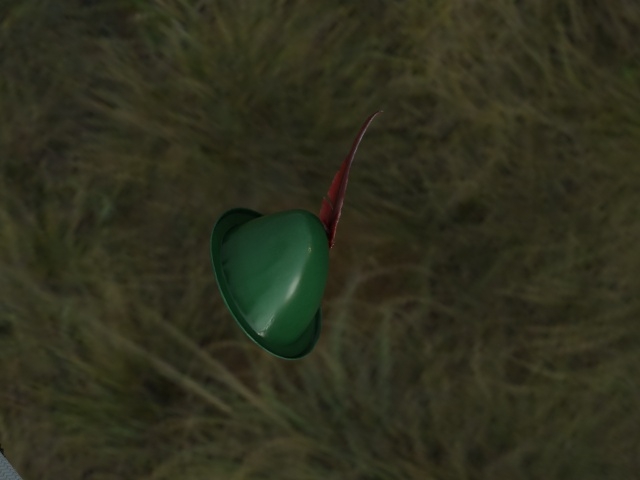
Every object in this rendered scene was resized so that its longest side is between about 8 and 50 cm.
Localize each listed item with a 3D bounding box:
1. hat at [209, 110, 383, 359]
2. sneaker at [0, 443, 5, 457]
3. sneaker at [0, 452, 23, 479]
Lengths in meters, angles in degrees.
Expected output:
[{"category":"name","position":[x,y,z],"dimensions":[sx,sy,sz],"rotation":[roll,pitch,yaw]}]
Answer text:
[{"category":"hat","position":[0.000,0.000,1.760],"dimensions":[0.183,0.173,0.208],"rotation":[-29,84,31]},{"category":"sneaker","position":[-0.321,0.180,1.340],"dimensions":[0.161,0.057,0.075],"rotation":[25,101,32]},{"category":"sneaker","position":[-0.197,0.238,1.110],"dimensions":[0.258,0.094,0.091],"rotation":[48,142,28]}]
